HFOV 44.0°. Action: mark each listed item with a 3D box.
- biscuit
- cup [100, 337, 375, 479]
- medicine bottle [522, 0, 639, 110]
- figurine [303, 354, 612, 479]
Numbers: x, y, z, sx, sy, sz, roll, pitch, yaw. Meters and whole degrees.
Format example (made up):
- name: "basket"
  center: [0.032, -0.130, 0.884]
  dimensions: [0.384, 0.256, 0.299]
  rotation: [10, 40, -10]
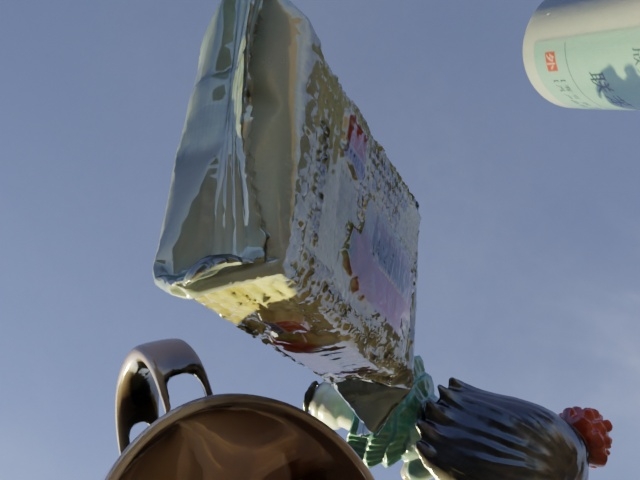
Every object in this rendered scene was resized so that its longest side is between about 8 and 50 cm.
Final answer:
- name: "biscuit"
  center: [0.001, -0.004, 0.469]
  dimensions: [0.079, 0.186, 0.309]
  rotation: [0, -24, 23]
- name: "cup"
  center: [-0.090, 0.198, 0.534]
  dimensions: [0.191, 0.253, 0.200]
  rotation: [-10, -23, -33]
- name: "medicine bottle"
  center: [0.271, -0.146, 0.561]
  dimensions: [0.110, 0.352, 0.110]
  rotation: [-2, -79, -13]
- name: "figurine"
  center: [0.109, 0.159, 0.670]
  dimensions: [0.245, 0.138, 0.110]
  rotation: [22, -21, 24]
